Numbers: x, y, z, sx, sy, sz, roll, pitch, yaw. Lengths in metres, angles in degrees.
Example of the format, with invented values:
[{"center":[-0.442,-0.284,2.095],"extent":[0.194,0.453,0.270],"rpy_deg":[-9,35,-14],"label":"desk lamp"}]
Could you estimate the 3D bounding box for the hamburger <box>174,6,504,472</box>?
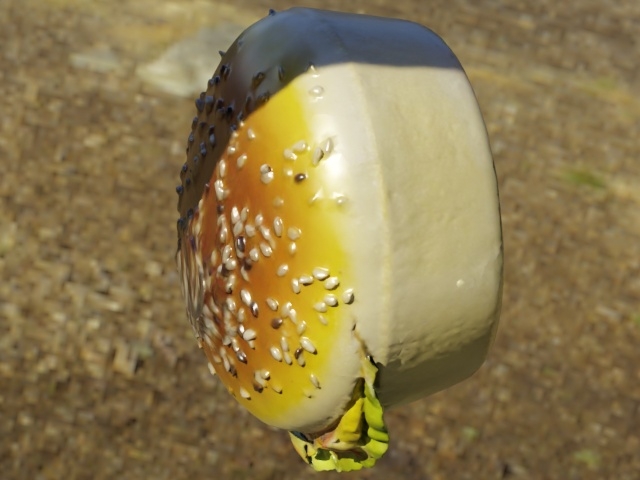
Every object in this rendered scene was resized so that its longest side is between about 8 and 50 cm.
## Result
[{"center":[0.000,0.000,0.520],"extent":[0.081,0.141,0.126],"rpy_deg":[-10,41,-16],"label":"hamburger"}]
